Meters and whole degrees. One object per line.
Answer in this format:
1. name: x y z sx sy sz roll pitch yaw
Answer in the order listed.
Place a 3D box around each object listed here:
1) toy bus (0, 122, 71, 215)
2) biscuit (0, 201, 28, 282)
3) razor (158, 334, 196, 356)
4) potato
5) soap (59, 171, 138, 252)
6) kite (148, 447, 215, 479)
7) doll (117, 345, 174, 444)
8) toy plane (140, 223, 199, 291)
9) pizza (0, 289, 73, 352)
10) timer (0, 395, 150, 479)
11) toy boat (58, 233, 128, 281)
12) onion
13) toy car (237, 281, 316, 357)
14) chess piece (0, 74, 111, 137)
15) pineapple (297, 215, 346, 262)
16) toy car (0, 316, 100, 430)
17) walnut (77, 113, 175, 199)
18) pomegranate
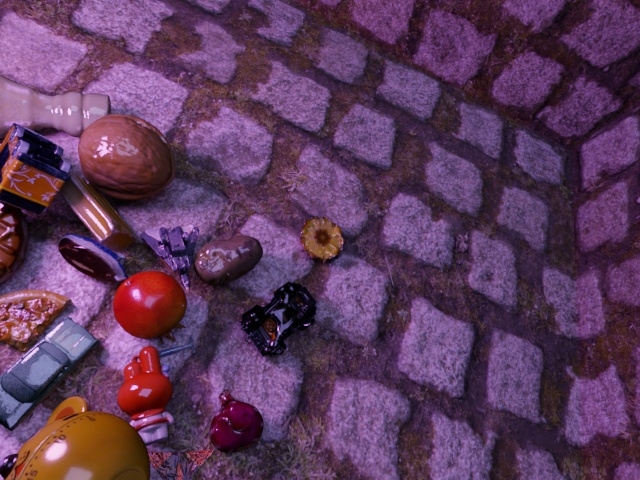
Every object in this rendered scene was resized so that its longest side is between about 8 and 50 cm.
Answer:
1. toy bus: -0.942 -0.236 1.429 0.162 0.194 0.323 30 7 -46
2. biscuit: -1.069 -0.042 1.359 0.366 0.115 0.268 44 76 -9
3. razor: -0.493 0.368 1.485 0.135 0.040 0.068 -13 69 -20
4. potato: -0.333 0.071 1.621 0.263 0.165 0.164 -15 71 -30
5. soap: -0.761 -0.093 1.513 0.089 0.173 0.274 -43 78 -7
6. kite: -0.436 0.702 1.348 0.223 0.008 0.125 8 62 -19
7. doll: -0.534 0.470 1.358 0.161 0.129 0.290 -9 62 -23
8. toy plane: -0.491 0.050 1.523 0.204 0.102 0.316 -8 37 -26
9. pizza: -0.920 0.246 1.355 0.292 0.058 0.197 -7 68 -25
10. timer: -0.651 0.612 1.140 0.387 0.376 0.376 3 53 27
11. toy boat: -0.758 0.055 1.499 0.262 0.114 0.115 29 20 -6
12. onion: -0.273 0.566 1.409 0.173 0.135 0.198 -17 70 -32
13. toy car: -0.144 0.283 1.619 0.301 0.118 0.193 -36 90 -33
14. chess piece: -1.006 -0.466 1.605 0.443 0.234 0.233 1 64 -27
15. pineapple: 0.000 0.000 1.846 0.225 0.076 0.224 9 64 -20
16. toy car: -0.818 0.381 1.303 0.141 0.097 0.320 38 57 -1
17. walnut: -0.684 -0.292 1.584 0.333 0.333 0.332 9 61 -18
18. pomegranate: -0.541 0.223 1.442 0.221 0.221 0.256 -38 114 -32
